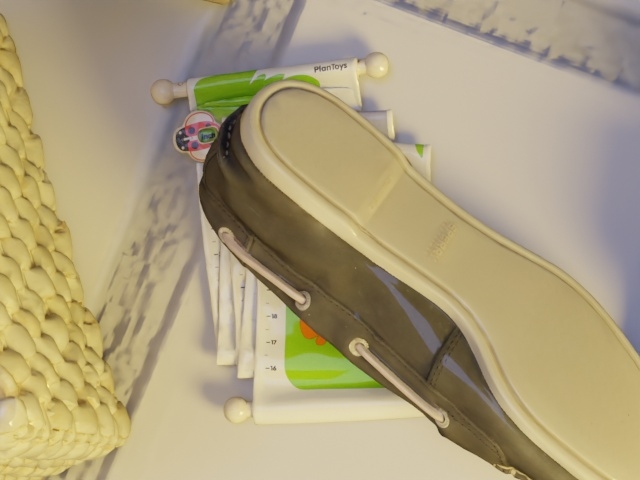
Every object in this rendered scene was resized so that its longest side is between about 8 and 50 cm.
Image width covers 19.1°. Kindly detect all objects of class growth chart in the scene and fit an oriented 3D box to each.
[{"bbox_3d":[0.000,0.000,1.156,0.172,0.021,0.237,-12,83,7],"label":"growth chart"}]

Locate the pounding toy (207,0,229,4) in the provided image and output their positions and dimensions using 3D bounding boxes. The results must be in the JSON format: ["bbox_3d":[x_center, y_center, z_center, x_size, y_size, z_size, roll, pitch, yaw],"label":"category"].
[{"bbox_3d":[-0.157,-0.254,1.153,0.110,0.183,0.237,-10,85,34],"label":"pounding toy"}]

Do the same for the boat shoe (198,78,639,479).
[{"bbox_3d":[0.068,0.046,1.095,0.335,0.095,0.112,43,48,1],"label":"boat shoe"}]

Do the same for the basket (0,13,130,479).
[{"bbox_3d":[-0.291,0.016,1.056,0.266,0.331,0.328,-19,81,2],"label":"basket"}]
